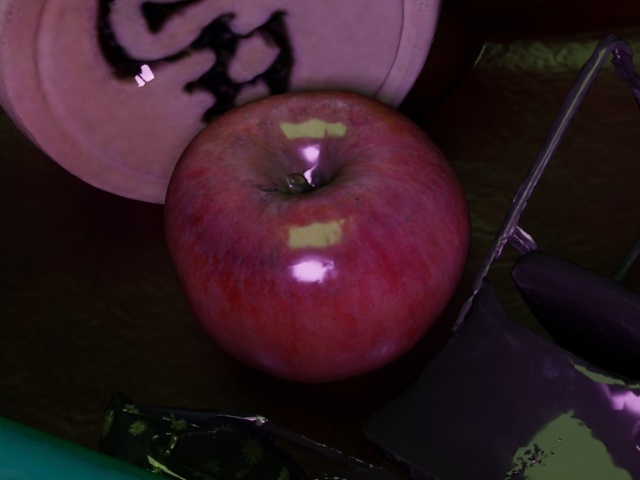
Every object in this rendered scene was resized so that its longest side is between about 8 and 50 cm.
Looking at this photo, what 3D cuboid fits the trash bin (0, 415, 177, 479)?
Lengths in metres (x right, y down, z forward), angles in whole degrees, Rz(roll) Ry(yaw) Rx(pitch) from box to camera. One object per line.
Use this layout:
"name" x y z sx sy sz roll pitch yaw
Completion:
"trash bin" -0.100 0.209 0.523 0.381 0.295 0.259 15 55 8

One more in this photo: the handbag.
"handbag" -0.021 0.114 0.655 0.139 0.115 0.072 -11 45 22

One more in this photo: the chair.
"chair" 0.142 0.047 0.683 0.140 0.145 0.221 28 78 37

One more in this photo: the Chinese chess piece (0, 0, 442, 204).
"Chinese chess piece" -0.059 -0.131 0.794 0.250 0.250 0.101 -17 47 -4

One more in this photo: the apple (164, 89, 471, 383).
"apple" 0.000 0.000 0.762 0.153 0.120 0.153 -2 46 2
